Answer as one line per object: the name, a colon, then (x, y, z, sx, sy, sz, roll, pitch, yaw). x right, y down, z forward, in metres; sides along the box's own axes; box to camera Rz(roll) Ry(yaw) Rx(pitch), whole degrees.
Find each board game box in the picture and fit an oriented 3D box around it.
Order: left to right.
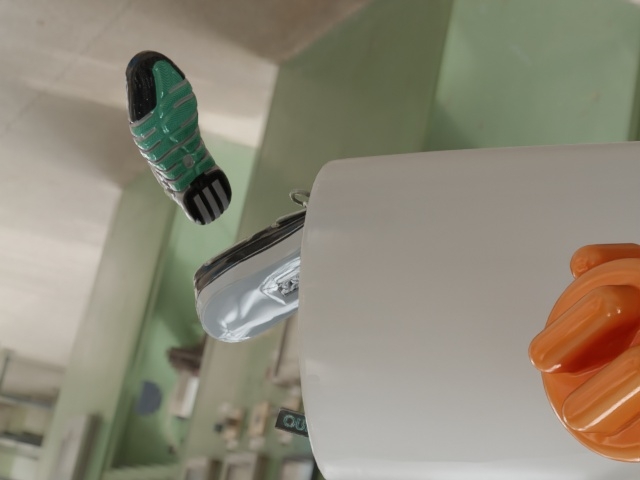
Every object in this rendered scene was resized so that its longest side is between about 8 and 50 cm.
board game box: (0.048, 0.225, 1.572, 0.186, 0.026, 0.126, 15, 173, 9)

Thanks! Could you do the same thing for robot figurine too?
robot figurine: (0.227, 0.078, 0.895, 0.158, 0.128, 0.219, 19, -170, 42)

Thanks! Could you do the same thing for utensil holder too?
utensil holder: (0.199, 0.069, 1.269, 0.386, 0.327, 0.327, -1, 160, 13)

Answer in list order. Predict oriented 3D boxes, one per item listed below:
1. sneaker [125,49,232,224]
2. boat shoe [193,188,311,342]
sneaker: (-0.179, -0.116, 1.558, 0.098, 0.083, 0.223, 28, 147, 46)
boat shoe: (0.002, 0.003, 1.542, 0.306, 0.105, 0.113, -31, 127, 8)
